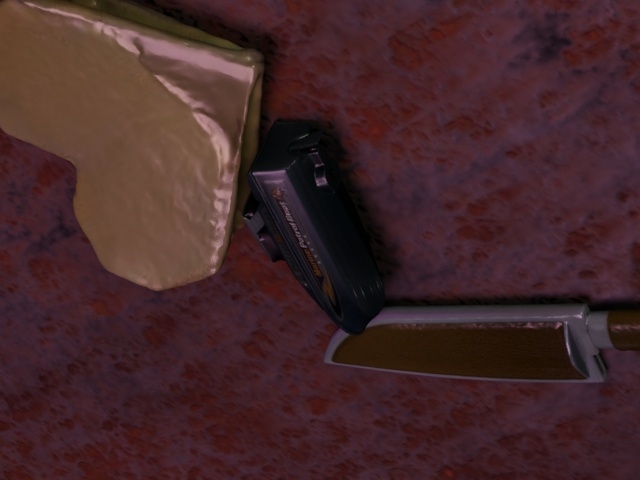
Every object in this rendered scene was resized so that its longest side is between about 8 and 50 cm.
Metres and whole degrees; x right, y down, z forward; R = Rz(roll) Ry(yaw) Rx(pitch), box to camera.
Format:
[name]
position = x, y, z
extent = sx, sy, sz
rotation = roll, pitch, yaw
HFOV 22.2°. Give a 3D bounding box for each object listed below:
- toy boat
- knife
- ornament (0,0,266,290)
[toy boat]
position = 0.000, 0.000, 0.946
extent = 0.060, 0.055, 0.141
rotation = -11, 124, 27
[knife]
position = 0.144, 0.063, 0.945
extent = 0.343, 0.027, 0.061
rotation = -1, 133, 31
[ornament]
position = -0.100, -0.075, 0.935
extent = 0.180, 0.059, 0.201
rotation = -22, 115, 38
